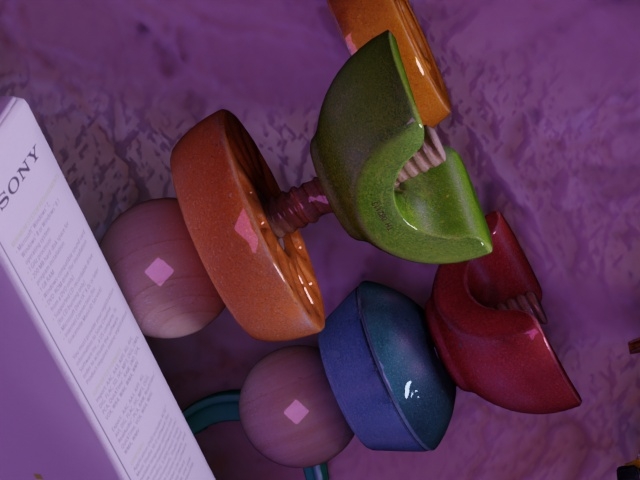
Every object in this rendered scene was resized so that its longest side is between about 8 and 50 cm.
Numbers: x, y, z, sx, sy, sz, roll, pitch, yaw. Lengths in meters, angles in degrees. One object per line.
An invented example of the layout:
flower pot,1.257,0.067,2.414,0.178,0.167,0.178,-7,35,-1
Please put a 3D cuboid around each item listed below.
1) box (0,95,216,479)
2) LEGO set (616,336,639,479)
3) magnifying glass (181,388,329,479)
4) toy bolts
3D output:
box,-0.175,0.079,0.758,0.232,0.058,0.322,-1,132,25
LEGO set,0.302,0.116,0.786,0.331,0.192,0.255,-16,63,5
magnifying glass,-0.042,0.192,0.884,0.092,0.026,0.231,0,96,7
toy bolts,0.000,0.000,0.802,0.158,0.218,0.228,-24,127,10
